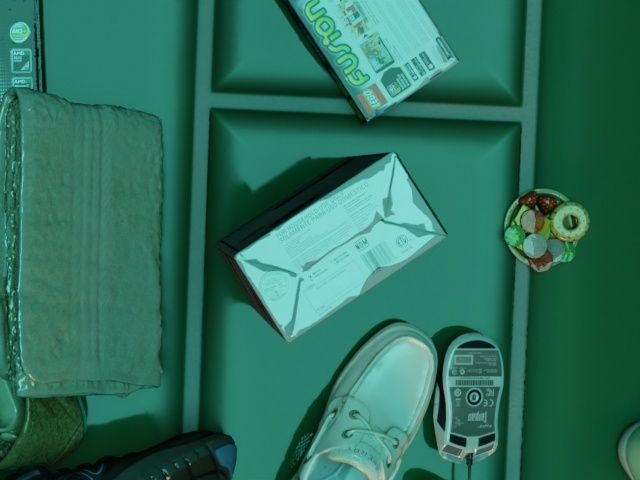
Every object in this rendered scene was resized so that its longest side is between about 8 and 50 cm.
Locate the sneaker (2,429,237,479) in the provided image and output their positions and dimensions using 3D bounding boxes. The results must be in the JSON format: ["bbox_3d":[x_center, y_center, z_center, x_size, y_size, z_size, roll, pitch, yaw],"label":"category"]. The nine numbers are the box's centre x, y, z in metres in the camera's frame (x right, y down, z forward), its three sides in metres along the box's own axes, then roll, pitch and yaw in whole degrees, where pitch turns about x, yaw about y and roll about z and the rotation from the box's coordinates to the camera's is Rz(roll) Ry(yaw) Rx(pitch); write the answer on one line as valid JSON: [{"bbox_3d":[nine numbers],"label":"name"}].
[{"bbox_3d":[-0.221,0.244,1.474,0.340,0.139,0.125,-21,131,-43],"label":"sneaker"}]

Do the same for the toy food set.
[{"bbox_3d":[0.227,-0.011,1.617,0.083,0.020,0.083,29,89,-9],"label":"toy food set"}]

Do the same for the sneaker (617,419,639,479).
[{"bbox_3d":[0.406,0.297,1.591,0.094,0.151,0.256,-41,98,-6],"label":"sneaker"}]

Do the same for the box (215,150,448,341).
[{"bbox_3d":[0.000,0.000,1.451,0.169,0.290,0.087,-33,95,-3],"label":"box"}]

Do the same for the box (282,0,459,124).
[{"bbox_3d":[0.034,-0.232,1.572,0.114,0.036,0.207,-34,97,-5],"label":"box"}]

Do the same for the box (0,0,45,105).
[{"bbox_3d":[-0.361,-0.217,1.513,0.190,0.045,0.184,-1,95,-9],"label":"box"}]

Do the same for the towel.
[{"bbox_3d":[-0.223,0.008,1.484,0.187,0.049,0.282,7,83,-51],"label":"towel"}]

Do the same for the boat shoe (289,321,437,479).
[{"bbox_3d":[0.038,0.211,1.562,0.098,0.096,0.277,29,88,-8],"label":"boat shoe"}]

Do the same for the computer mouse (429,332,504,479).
[{"bbox_3d":[0.148,0.187,1.604,0.106,0.042,0.193,3,92,-19],"label":"computer mouse"}]

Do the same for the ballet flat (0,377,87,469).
[{"bbox_3d":[-0.323,0.060,1.485,0.124,0.116,0.342,-26,103,-49],"label":"ballet flat"}]
